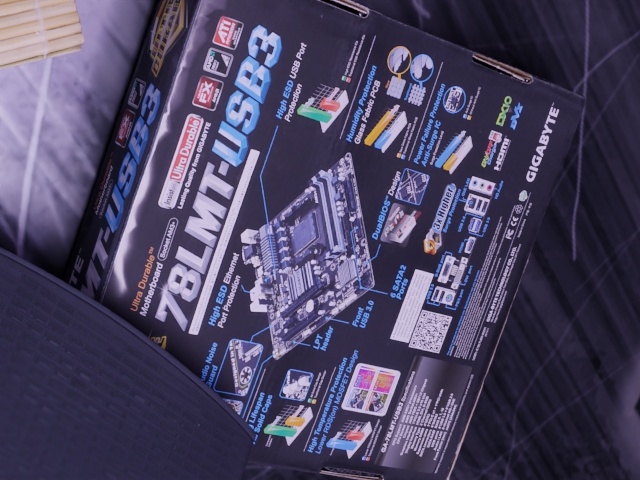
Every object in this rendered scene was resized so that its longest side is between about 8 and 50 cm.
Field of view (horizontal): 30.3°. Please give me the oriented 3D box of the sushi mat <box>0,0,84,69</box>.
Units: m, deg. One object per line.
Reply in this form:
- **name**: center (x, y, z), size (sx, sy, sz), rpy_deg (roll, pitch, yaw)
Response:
- **sushi mat**: center (-0.277, -0.127, 0.552), size (0.316, 0.019, 0.152), rpy_deg (-20, 92, -28)

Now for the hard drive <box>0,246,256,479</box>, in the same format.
- **hard drive**: center (-0.142, 0.104, 0.595), size (0.254, 0.054, 0.172), rpy_deg (40, 53, -32)

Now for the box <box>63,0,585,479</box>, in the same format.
- **box**: center (0.000, 0.000, 0.754), size (0.293, 0.073, 0.296), rpy_deg (14, 98, -31)
